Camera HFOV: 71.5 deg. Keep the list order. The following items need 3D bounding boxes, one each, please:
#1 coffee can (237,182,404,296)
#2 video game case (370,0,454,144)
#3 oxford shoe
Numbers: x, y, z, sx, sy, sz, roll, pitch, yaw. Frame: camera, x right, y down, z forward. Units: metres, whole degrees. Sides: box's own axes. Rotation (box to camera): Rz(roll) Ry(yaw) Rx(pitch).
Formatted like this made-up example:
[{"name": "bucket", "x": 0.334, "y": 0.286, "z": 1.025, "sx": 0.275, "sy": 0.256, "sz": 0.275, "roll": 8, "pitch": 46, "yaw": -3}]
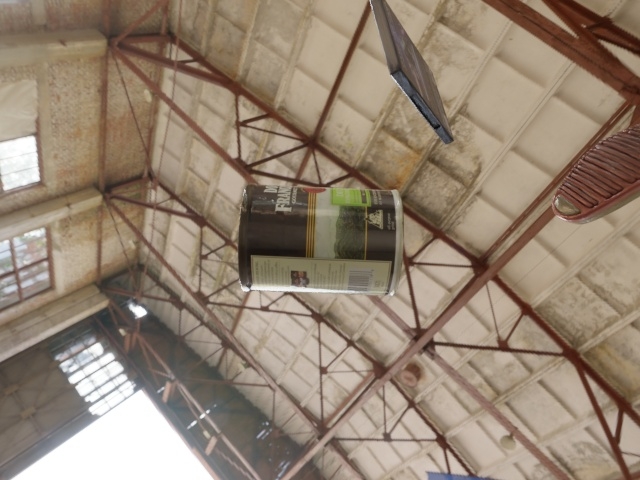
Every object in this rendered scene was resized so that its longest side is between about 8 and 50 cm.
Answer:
[{"name": "coffee can", "x": 0.000, "y": 0.000, "z": 0.829, "sx": 0.275, "sy": 0.202, "sz": 0.202, "roll": 2, "pitch": -59, "yaw": -1}, {"name": "video game case", "x": 0.185, "y": -0.329, "z": 0.874, "sx": 0.026, "sy": 0.274, "sz": 0.196, "roll": -23, "pitch": -117, "yaw": 29}, {"name": "oxford shoe", "x": 0.547, "y": -0.127, "z": 0.712, "sx": 0.348, "sy": 0.123, "sz": 0.130, "roll": -39, "pitch": -54, "yaw": 16}]
